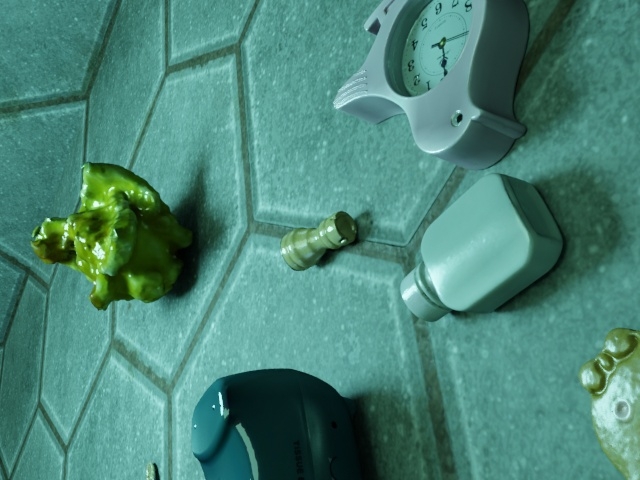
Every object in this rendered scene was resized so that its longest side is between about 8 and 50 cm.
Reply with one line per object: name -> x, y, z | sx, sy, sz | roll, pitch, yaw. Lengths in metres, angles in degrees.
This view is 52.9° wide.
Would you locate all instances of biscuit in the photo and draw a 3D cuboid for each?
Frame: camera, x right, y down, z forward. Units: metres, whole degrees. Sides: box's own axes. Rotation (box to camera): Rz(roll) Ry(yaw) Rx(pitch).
biscuit -> 0.299, 0.176, 0.507 | 0.184, 0.035, 0.249 | -43, 46, 40

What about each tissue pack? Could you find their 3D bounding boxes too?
tissue pack -> -0.049, 0.321, 0.835 | 0.198, 0.206, 0.288 | -51, 40, 47

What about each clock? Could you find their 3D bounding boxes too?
clock -> 0.131, -0.210, 0.837 | 0.290, 0.080, 0.276 | -22, 62, 52

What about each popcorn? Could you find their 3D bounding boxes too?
popcorn -> -0.432, -0.016, 1.423 | 0.321, 0.290, 0.326 | -13, 92, 37

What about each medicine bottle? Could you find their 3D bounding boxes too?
medicine bottle -> 0.170, 0.018, 0.716 | 0.183, 0.069, 0.119 | -46, 49, 37

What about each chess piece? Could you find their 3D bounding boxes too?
chess piece -> 0.000, 0.000, 0.982 | 0.122, 0.066, 0.066 | -24, 60, 43

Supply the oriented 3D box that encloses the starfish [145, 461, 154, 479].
starfish -> -0.365, 0.616, 1.329 | 0.231, 0.048, 0.295 | -54, 39, 31
